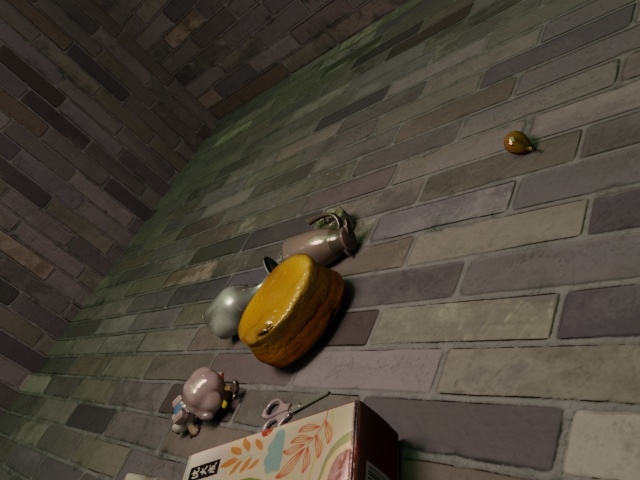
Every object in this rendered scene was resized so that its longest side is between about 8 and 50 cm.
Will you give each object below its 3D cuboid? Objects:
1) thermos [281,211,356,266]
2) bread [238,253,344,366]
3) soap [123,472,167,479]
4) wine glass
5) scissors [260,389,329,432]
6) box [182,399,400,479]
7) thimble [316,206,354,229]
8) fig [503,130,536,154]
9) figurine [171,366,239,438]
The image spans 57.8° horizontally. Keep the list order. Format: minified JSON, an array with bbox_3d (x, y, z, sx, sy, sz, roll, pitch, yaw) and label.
[{"bbox_3d":[0.000,0.000,1.486,0.193,0.105,0.137,-20,72,36],"label":"thermos"},{"bbox_3d":[-0.064,0.160,1.326,0.269,0.143,0.195,-55,29,-13],"label":"bread"},{"bbox_3d":[-0.410,0.599,1.317,0.183,0.064,0.121,-18,38,46],"label":"soap"},{"bbox_3d":[-0.198,0.158,1.560,0.241,0.126,0.126,-38,26,11],"label":"wine glass"},{"bbox_3d":[-0.054,0.346,1.193,0.189,0.015,0.100,-32,30,25],"label":"scissors"},{"bbox_3d":[-0.073,0.465,0.875,0.386,0.122,0.344,-26,32,26],"label":"box"},{"bbox_3d":[0.037,-0.045,1.561,0.084,0.062,0.110,-51,26,-15],"label":"thimble"},{"bbox_3d":[0.421,-0.200,1.213,0.050,0.050,0.083,-47,35,1],"label":"fig"},{"bbox_3d":[-0.295,0.386,1.406,0.229,0.112,0.137,-47,28,24],"label":"figurine"}]
